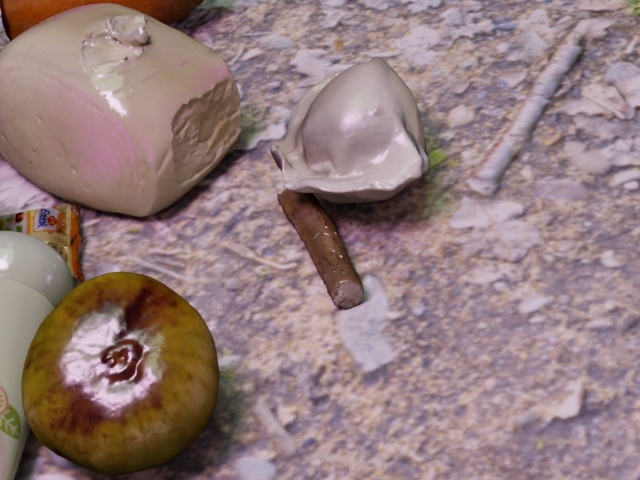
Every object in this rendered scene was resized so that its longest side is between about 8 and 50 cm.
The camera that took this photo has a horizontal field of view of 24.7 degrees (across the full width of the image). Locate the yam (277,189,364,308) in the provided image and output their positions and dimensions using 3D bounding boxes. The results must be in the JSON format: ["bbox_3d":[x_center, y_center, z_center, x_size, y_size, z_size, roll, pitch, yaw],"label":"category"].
[{"bbox_3d":[0.000,0.000,1.151,0.032,0.032,0.145,-19,40,-8],"label":"yam"}]

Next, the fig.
[{"bbox_3d":[-0.138,0.090,1.004,0.136,0.121,0.153,-9,38,-2],"label":"fig"}]

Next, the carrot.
[{"bbox_3d":[-0.214,-0.261,1.435,0.225,0.159,0.159,-13,38,-3],"label":"carrot"}]

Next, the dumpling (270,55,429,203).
[{"bbox_3d":[0.023,-0.081,1.190,0.127,0.108,0.188,-24,38,11],"label":"dumpling"}]

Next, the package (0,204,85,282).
[{"bbox_3d":[-0.256,0.013,1.207,0.120,0.031,0.108,-12,38,-1],"label":"package"}]

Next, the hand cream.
[{"bbox_3d":[-0.259,0.128,1.034,0.147,0.093,0.306,0,49,16],"label":"hand cream"}]

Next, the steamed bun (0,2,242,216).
[{"bbox_3d":[-0.191,-0.134,1.271,0.238,0.152,0.170,23,50,33],"label":"steamed bun"}]
